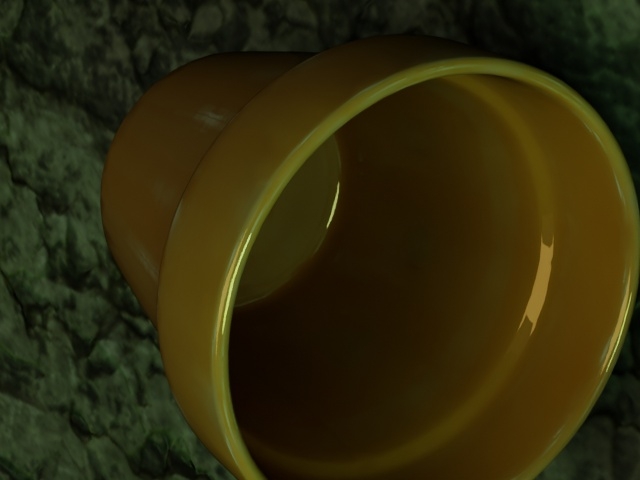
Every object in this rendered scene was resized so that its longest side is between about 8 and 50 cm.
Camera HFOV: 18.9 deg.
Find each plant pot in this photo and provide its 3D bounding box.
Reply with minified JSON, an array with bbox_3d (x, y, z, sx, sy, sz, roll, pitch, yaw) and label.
[{"bbox_3d":[0.000,0.000,0.831,0.188,0.205,0.205,30,125,53],"label":"plant pot"}]
